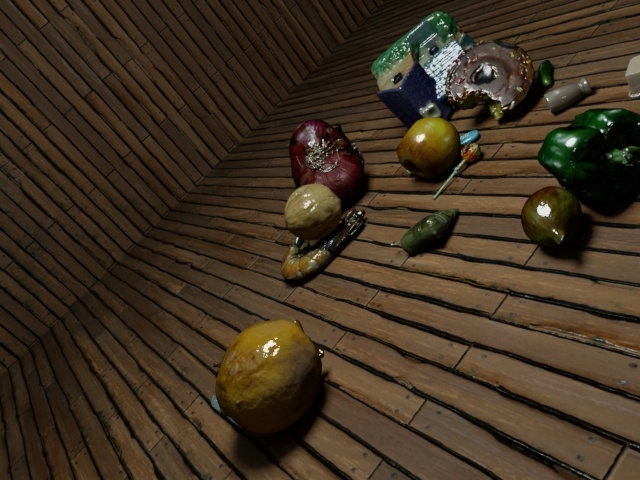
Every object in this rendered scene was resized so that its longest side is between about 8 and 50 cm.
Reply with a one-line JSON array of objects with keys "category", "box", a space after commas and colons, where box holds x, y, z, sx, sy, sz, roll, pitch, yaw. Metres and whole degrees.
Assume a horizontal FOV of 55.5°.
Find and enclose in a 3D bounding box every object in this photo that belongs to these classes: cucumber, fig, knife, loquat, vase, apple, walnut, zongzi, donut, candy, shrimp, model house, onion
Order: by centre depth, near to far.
[{"category": "fig", "box": [0.426, -0.036, 1.108, 0.109, 0.103, 0.155, -55, 10, 21]}, {"category": "loquat", "box": [-0.106, 0.273, 1.232, 0.238, 0.193, 0.238, -36, 18, 13]}, {"category": "knife", "box": [-0.209, 0.393, 1.389, 0.028, 0.015, 0.210, -56, 27, -17]}, {"category": "zongzi", "box": [0.245, -0.019, 1.427, 0.130, 0.062, 0.154, -35, -2, -45]}, {"category": "vase", "box": [0.596, -0.351, 1.462, 0.100, 0.053, 0.053, -25, 28, 22]}, {"category": "candy", "box": [0.344, -0.175, 1.547, 0.185, 0.049, 0.055, -51, -6, -5]}, {"category": "apple", "box": [0.289, -0.245, 1.601, 0.147, 0.146, 0.163, -56, -5, -10]}, {"category": "donut", "box": [0.453, -0.424, 1.627, 0.230, 0.096, 0.216, 4, 73, 23]}, {"category": "walnut", "box": [-0.022, -0.077, 1.636, 0.166, 0.149, 0.166, -25, 0, 0]}, {"category": "cucumber", "box": [0.606, -0.456, 1.647, 0.037, 0.037, 0.155, -22, 29, 34]}, {"category": "knife", "box": [0.334, -0.244, 1.677, 0.221, 0.031, 0.064, -28, 23, 24]}, {"category": "shrimp", "box": [0.000, 0.000, 1.712, 0.290, 0.054, 0.222, -41, 23, -3]}, {"category": "model house", "box": [0.340, -0.486, 1.829, 0.312, 0.245, 0.280, -34, 31, 22]}, {"category": "onion", "box": [0.010, -0.232, 1.834, 0.221, 0.281, 0.281, -31, 26, 10]}]

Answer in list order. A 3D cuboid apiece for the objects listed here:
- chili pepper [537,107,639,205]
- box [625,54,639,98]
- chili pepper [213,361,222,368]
[{"category": "chili pepper", "box": [0.513, -0.147, 1.103, 0.173, 0.165, 0.261, -20, 22, -1]}, {"category": "box", "box": [0.717, -0.362, 1.296, 0.122, 0.062, 0.089, -11, 37, 48]}, {"category": "chili pepper", "box": [-0.182, 0.304, 1.468, 0.267, 0.059, 0.051, -11, 75, 42]}]
